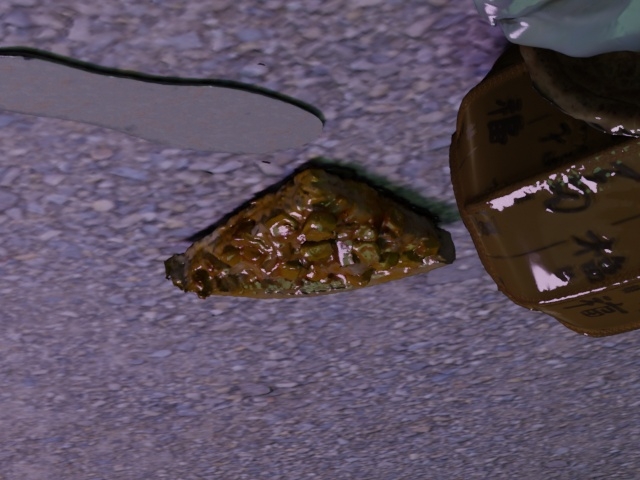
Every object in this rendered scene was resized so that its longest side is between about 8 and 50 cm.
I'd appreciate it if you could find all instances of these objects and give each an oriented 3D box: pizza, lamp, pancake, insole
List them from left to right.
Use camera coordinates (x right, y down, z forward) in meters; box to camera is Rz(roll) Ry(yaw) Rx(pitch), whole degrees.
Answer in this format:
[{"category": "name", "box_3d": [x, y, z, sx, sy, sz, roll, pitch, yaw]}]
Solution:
[{"category": "insole", "box_3d": [-0.089, -0.068, 0.755, 0.197, 0.004, 0.065, 8, 152, -27]}, {"category": "pizza", "box_3d": [0.000, 0.000, 0.879, 0.178, 0.041, 0.131, 0, 152, -14]}, {"category": "pancake", "box_3d": [0.135, -0.097, 0.622, 0.115, 0.115, 0.011, -21, 162, 28]}, {"category": "lamp", "box_3d": [0.166, -0.044, 0.696, 0.185, 0.161, 0.161, -24, 150, 34]}]

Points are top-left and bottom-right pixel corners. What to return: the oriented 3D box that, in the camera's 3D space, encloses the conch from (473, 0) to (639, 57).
[{"category": "conch", "box_3d": [0.128, -0.138, 0.552, 0.116, 0.106, 0.173, 21, 147, -15]}]
